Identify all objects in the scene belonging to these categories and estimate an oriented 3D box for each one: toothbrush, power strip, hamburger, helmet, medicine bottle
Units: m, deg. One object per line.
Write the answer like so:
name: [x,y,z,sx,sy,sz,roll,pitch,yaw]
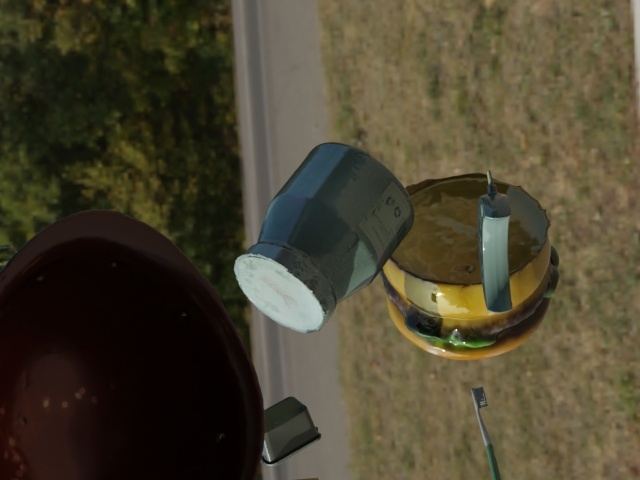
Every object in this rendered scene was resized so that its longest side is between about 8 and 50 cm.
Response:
toothbrush: [0.280,0.354,1.850,0.018,0.024,0.257,54,-156,-51]
power strip: [0.272,-0.004,1.774,0.137,0.044,0.216,-87,-9,-62]
hamburger: [0.323,0.072,2.439,0.395,0.396,0.277,-102,-1,-46]
helmet: [-0.262,0.178,1.194,0.230,0.337,0.385,-15,97,45]
medicine bottle: [0.000,0.000,2.086,0.290,0.245,0.245,-50,-19,-30]

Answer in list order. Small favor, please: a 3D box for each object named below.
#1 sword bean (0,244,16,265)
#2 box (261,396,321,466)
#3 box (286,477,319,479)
sword bean: [-0.647,0.057,1.932,0.038,0.269,0.043,-117,10,-68]
box: [-0.068,0.335,2.004,0.084,0.122,0.069,26,137,55]
box: [-0.034,0.501,2.183,0.155,0.023,0.087,12,-137,-56]
